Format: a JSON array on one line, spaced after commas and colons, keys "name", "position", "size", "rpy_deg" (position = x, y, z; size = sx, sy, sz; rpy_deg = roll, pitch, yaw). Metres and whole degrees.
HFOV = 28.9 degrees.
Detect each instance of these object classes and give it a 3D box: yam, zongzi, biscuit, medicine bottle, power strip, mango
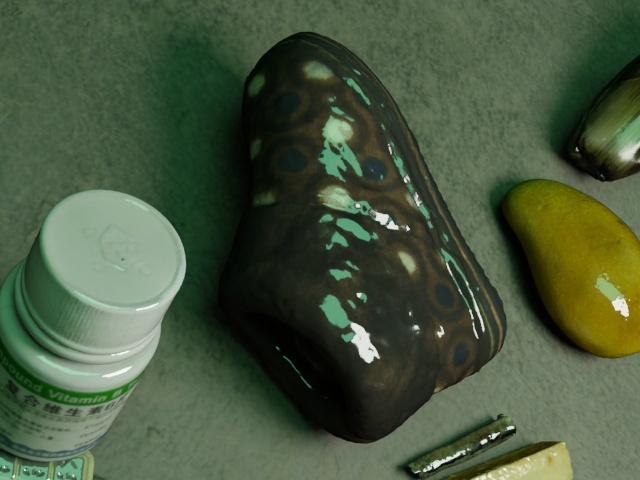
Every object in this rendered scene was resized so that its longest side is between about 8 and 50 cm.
[{"name": "yam", "position": [0.139, 0.211, 1.254], "size": [0.129, 0.033, 0.027], "rpy_deg": [-20, 105, -26]}, {"name": "zongzi", "position": [0.413, -0.170, 1.413], "size": [0.112, 0.242, 0.221], "rpy_deg": [49, 55, -6]}, {"name": "biscuit", "position": [0.170, 0.251, 1.235], "size": [0.188, 0.052, 0.056], "rpy_deg": [-16, 89, -28]}, {"name": "medicine bottle", "position": [-0.200, 0.073, 1.018], "size": [0.139, 0.237, 0.139], "rpy_deg": [17, 48, -19]}, {"name": "power strip", "position": [-0.279, 0.206, 1.059], "size": [0.169, 0.028, 0.076], "rpy_deg": [11, 66, -21]}, {"name": "mango", "position": [0.288, 0.025, 1.363], "size": [0.136, 0.099, 0.227], "rpy_deg": [-26, 73, -24]}]

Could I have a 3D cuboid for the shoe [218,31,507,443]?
[{"name": "shoe", "position": [0.000, 0.000, 1.192], "size": [0.237, 0.171, 0.384], "rpy_deg": [-29, 90, -36]}]
